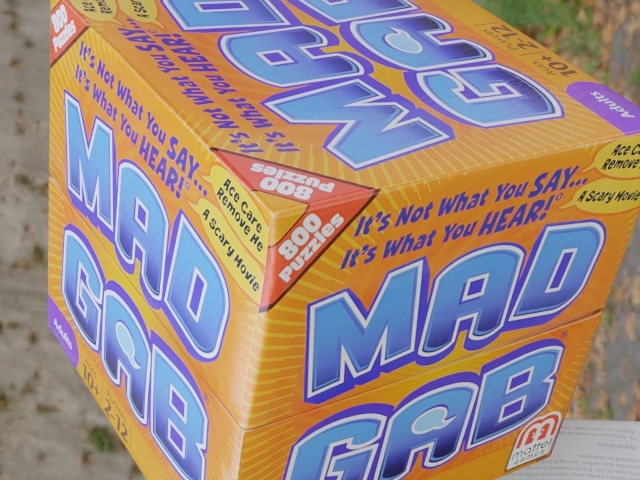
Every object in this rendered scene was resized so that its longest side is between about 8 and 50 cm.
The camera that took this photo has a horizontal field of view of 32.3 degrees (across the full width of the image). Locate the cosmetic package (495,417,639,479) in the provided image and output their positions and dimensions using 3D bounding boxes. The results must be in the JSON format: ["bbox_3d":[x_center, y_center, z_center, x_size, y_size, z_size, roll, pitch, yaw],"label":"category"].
[{"bbox_3d":[0.247,0.383,1.160,0.156,0.217,0.385,88,-173,-49],"label":"cosmetic package"}]

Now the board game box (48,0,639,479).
[{"bbox_3d":[0.000,0.000,0.951,0.356,0.356,0.356,45,137,41],"label":"board game box"}]
